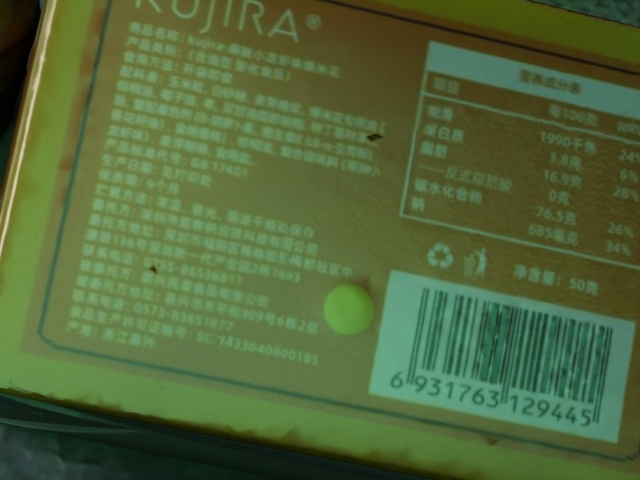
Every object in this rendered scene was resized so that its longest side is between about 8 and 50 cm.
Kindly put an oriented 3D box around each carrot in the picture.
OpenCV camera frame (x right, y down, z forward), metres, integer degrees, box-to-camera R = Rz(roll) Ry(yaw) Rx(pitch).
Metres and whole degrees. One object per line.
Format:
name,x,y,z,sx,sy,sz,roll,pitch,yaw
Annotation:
carrot,-0.158,-0.088,0.790,0.072,0.205,0.072,5,76,-22

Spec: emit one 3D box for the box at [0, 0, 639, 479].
box,0.000,0.000,0.776,0.283,0.259,0.214,13,81,-9
